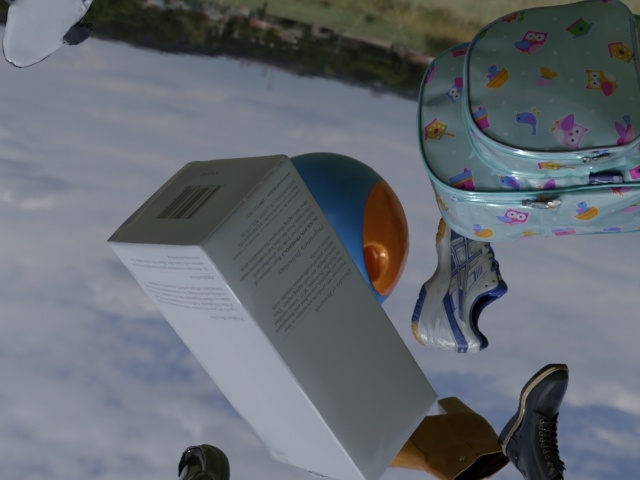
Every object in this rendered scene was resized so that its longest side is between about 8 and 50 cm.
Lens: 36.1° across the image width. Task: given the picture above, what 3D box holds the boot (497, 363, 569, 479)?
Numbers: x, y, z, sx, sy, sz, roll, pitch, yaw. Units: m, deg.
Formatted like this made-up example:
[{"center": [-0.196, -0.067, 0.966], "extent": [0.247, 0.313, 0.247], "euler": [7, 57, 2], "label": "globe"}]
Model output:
[{"center": [0.367, 0.307, 1.559], "extent": [0.077, 0.197, 0.137], "euler": [3, -147, -21], "label": "boot"}]

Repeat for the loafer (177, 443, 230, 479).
[{"center": [-0.192, 0.391, 1.541], "extent": [0.087, 0.094, 0.251], "euler": [23, -171, -22], "label": "loafer"}]

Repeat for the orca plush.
[{"center": [-0.436, -0.421, 1.606], "extent": [0.151, 0.287, 0.102], "euler": [13, -161, -21], "label": "orca plush"}]

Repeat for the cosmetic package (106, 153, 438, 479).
[{"center": [-0.048, 0.094, 1.114], "extent": [0.197, 0.365, 0.155], "euler": [3, -136, 48], "label": "cosmetic package"}]

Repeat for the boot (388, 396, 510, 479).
[{"center": [0.189, 0.400, 1.831], "extent": [0.295, 0.104, 0.211], "euler": [-20, -154, -11], "label": "boot"}]

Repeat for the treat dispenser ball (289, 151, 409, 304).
[{"center": [0.000, 0.000, 1.599], "extent": [0.288, 0.288, 0.288], "euler": [14, -169, -3], "label": "treat dispenser ball"}]

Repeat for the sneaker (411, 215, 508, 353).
[{"center": [0.248, 0.039, 1.579], "extent": [0.131, 0.296, 0.112], "euler": [14, 178, 26], "label": "sneaker"}]

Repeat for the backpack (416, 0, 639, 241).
[{"center": [0.165, -0.087, 0.748], "extent": [0.189, 0.165, 0.144], "euler": [-10, 152, 20], "label": "backpack"}]
